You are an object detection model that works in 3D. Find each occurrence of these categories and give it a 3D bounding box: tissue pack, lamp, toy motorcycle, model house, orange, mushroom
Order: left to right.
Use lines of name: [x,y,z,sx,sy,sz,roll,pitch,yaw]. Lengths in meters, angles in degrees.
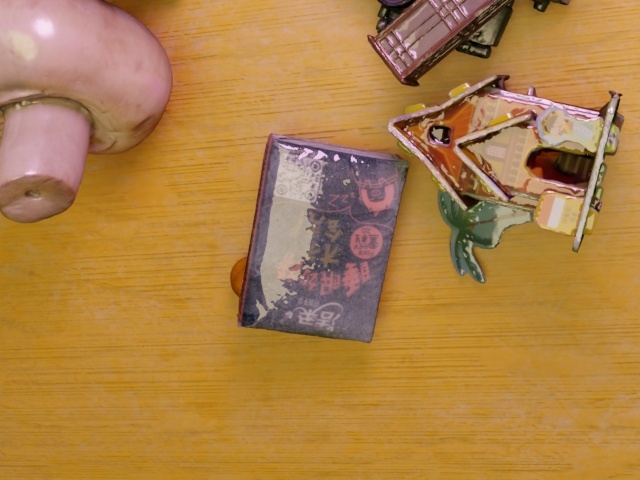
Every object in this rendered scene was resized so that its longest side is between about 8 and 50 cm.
mushroom: [-0.396,-0.239,1.280,0.325,0.353,0.353,-31,96,-3]
orange: [-0.116,0.067,1.455,0.083,0.070,0.083,-1,107,-4]
tissue pack: [0.000,0.000,1.363,0.228,0.103,0.315,9,103,-6]
toy motorcycle: [0.217,-0.357,1.240,0.275,0.127,0.205,25,105,9]
lamp: [0.218,-0.344,1.136,0.325,0.089,0.090,-37,83,21]
model house: [0.242,-0.076,1.229,0.324,0.300,0.340,16,104,17]
